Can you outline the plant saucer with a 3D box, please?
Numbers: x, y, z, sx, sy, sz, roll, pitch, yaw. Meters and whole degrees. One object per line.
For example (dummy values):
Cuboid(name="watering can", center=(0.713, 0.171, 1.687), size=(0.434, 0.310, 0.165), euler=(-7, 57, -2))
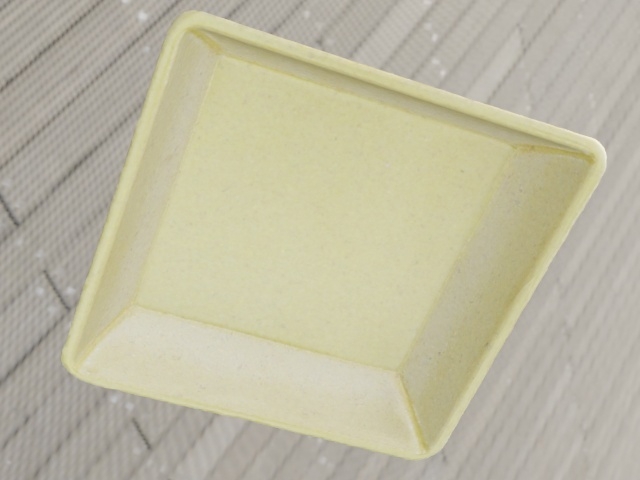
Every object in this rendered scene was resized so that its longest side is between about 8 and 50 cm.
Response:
Cuboid(name="plant saucer", center=(0.000, 0.000, 0.903), size=(0.081, 0.333, 0.332), euler=(-95, -154, -56))
